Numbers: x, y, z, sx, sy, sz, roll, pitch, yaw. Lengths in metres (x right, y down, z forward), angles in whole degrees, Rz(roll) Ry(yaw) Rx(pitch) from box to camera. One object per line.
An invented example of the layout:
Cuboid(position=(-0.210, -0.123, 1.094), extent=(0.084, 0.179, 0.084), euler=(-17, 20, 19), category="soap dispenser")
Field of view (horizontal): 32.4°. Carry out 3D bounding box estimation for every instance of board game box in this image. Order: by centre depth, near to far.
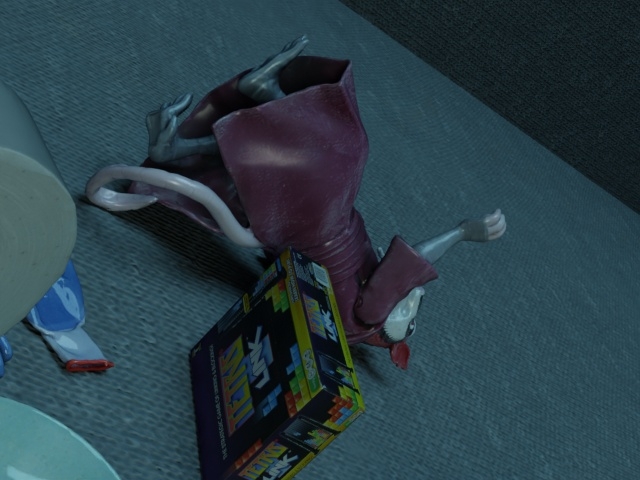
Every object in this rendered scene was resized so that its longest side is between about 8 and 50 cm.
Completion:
Cuboid(position=(-0.041, 0.109, 0.883), extent=(0.048, 0.141, 0.170), euler=(32, 24, -30), category="board game box")

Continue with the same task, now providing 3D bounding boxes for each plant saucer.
Cuboid(position=(-0.185, 0.177, 0.651), extent=(0.195, 0.037, 0.195), euler=(35, 24, -18), category="plant saucer")

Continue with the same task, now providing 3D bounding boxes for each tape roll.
Cuboid(position=(-0.252, -0.003, 0.620), extent=(0.219, 0.219, 0.072), euler=(12, 39, -52), category="tape roll")

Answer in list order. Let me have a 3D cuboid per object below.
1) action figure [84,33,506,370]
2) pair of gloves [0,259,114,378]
Cuboid(position=(0.000, 0.000, 1.092), extent=(0.276, 0.248, 0.370), euler=(-47, 119, -36), category="action figure")
Cuboid(position=(-0.244, 0.039, 0.822), extent=(0.159, 0.023, 0.198), euler=(53, 23, 23), category="pair of gloves")
